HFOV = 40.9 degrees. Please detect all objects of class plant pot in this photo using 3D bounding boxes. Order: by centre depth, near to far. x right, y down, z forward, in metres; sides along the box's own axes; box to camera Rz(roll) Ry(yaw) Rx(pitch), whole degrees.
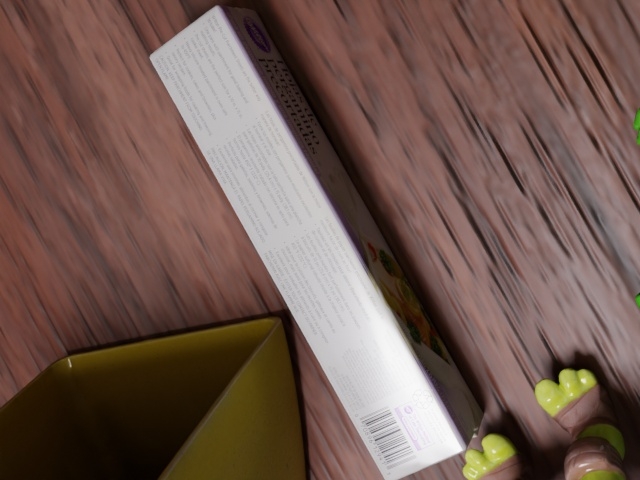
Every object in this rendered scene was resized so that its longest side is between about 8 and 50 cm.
[{"bbox_3d":[-0.121,0.197,0.592,0.212,0.212,0.187,-13,107,23],"label":"plant pot"}]

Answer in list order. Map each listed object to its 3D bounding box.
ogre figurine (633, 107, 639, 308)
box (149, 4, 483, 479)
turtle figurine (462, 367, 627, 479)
[{"bbox_3d":[0.217,0.019,0.459,0.097,0.118,0.197,-43,84,22],"label":"ogre figurine"},{"bbox_3d":[0.000,0.000,0.572,0.067,0.063,0.324,-31,88,23],"label":"box"},{"bbox_3d":[0.154,0.163,0.456,0.087,0.217,0.269,24,112,-11],"label":"turtle figurine"}]
